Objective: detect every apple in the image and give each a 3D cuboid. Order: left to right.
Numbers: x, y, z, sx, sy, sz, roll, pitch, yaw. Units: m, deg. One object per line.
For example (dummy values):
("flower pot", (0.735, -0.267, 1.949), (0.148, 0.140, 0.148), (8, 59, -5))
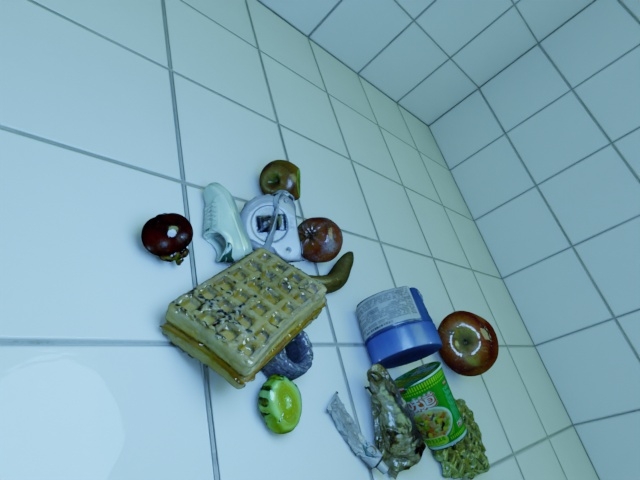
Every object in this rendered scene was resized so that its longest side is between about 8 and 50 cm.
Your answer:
("apple", (-0.131, -0.212, 1.488), (0.147, 0.163, 0.146), (-3, 106, -65))
("apple", (0.632, 0.440, 1.802), (0.271, 0.252, 0.206), (56, 12, 26))

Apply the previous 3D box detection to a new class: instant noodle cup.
("instant noodle cup", (0.368, 0.561, 1.407), (0.207, 0.207, 0.232), (-13, 75, -55))

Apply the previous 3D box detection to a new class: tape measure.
("tape measure", (-0.162, -0.040, 1.298), (0.197, 0.120, 0.235), (-5, 84, -19))

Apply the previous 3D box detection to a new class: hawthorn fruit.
("hawthorn fruit", (0.000, 0.000, 1.470), (0.173, 0.173, 0.172), (32, 40, -31))

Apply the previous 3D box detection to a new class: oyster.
("oyster", (0.225, 0.546, 1.303), (0.198, 0.133, 0.336), (-9, 73, -62))

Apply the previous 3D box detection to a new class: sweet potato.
("sweet potato", (0.032, 0.131, 1.476), (0.346, 0.079, 0.108), (-21, 72, -49))

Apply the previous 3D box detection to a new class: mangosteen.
("mangosteen", (-0.377, -0.001, 1.046), (0.140, 0.140, 0.140), (32, 40, -31))

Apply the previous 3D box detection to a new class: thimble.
("thimble", (-0.097, 0.304, 1.138), (0.150, 0.098, 0.150), (33, 38, -31))

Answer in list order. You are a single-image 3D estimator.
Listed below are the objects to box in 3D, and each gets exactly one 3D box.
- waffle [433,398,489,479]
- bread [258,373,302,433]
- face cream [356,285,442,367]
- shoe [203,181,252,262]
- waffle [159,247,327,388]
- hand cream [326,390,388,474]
("waffle", (0.502, 0.717, 1.545), (0.317, 0.073, 0.297), (18, 46, -37))
("bread", (-0.104, 0.411, 1.054), (0.139, 0.071, 0.130), (53, 40, -23))
("face cream", (0.268, 0.302, 1.461), (0.249, 0.249, 0.224), (15, 49, -45))
("shoe", (-0.295, -0.053, 1.210), (0.110, 0.095, 0.264), (-17, 71, -46))
("waffle", (-0.169, 0.177, 1.055), (0.261, 0.113, 0.376), (32, 32, 15))
("hand cream", (0.105, 0.565, 1.209), (0.257, 0.050, 0.084), (50, 31, 4))
